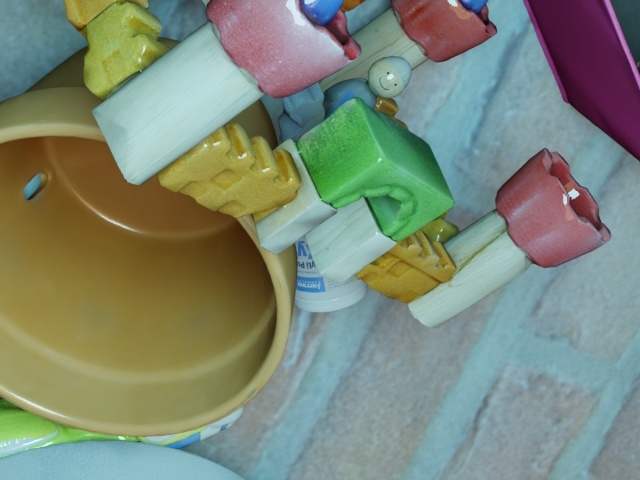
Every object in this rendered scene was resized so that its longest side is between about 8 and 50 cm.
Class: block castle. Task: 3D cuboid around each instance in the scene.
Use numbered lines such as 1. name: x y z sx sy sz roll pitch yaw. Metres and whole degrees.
1. block castle: 0.021 -0.147 1.117 0.213 0.303 0.453 -35 148 19

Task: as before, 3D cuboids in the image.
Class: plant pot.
1. plant pot: -0.148 -0.021 1.233 0.291 0.203 0.291 6 128 8

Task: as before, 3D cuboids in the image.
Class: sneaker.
1. sneaker: -0.185 0.182 1.418 0.240 0.091 0.126 -7 129 -7

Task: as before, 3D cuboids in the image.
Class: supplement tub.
1. supplement tub: 0.000 0.000 1.383 0.071 0.071 0.107 -14 113 -7

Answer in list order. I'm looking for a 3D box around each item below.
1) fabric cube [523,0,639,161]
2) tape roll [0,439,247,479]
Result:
1. fabric cube: 0.306 -0.228 1.259 0.259 0.258 0.254 -28 114 -1
2. tape roll: -0.203 0.341 1.428 0.392 0.072 0.392 -5 126 -7
